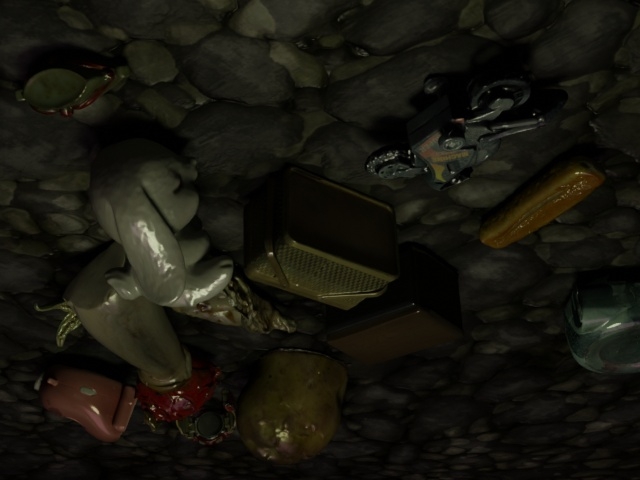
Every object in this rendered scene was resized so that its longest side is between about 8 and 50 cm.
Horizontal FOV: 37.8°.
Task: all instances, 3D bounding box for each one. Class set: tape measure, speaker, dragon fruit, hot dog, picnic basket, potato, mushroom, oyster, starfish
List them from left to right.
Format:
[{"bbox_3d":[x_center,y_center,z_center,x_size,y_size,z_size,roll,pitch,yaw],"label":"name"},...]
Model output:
[{"bbox_3d":[-0.478,0.136,1.912,0.223,0.050,0.217,7,133,-41],"label":"starfish"},{"bbox_3d":[-0.381,0.172,1.885,0.154,0.137,0.407,-40,140,-18],"label":"mushroom"},{"bbox_3d":[-0.339,0.335,2.176,0.209,0.172,0.172,-33,162,-28],"label":"dragon fruit"},{"bbox_3d":[-0.218,0.101,1.876,0.204,0.111,0.396,3,155,30],"label":"oyster"},{"bbox_3d":[-0.063,0.428,2.274,0.288,0.237,0.301,3,150,-6],"label":"potato"},{"bbox_3d":[0.000,0.000,1.622,0.266,0.165,0.139,20,142,-32],"label":"picnic basket"},{"bbox_3d":[0.145,0.132,1.861,0.230,0.153,0.192,-22,143,32],"label":"speaker"},{"bbox_3d":[0.376,-0.066,1.620,0.087,0.061,0.286,21,145,-26],"label":"hot dog"},{"bbox_3d":[0.637,0.164,1.938,0.256,0.147,0.275,-7,145,6],"label":"tape measure"}]

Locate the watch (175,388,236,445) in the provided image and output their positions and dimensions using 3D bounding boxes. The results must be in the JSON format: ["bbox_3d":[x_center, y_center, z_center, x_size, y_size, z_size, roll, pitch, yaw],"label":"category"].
[{"bbox_3d":[-0.301,0.438,2.448,0.164,0.102,0.268,-3,141,-10],"label":"watch"}]

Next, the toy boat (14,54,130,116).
[{"bbox_3d":[-0.365,-0.222,1.334,0.184,0.071,0.089,-9,106,14],"label":"toy boat"}]

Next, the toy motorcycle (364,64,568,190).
[{"bbox_3d":[0.213,-0.163,1.420,0.173,0.108,0.307,15,146,-41],"label":"toy motorcycle"}]

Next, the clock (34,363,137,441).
[{"bbox_3d":[-0.571,0.387,2.248,0.241,0.142,0.227,23,161,-10],"label":"clock"}]

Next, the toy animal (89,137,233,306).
[{"bbox_3d":[-0.276,-0.038,1.505,0.205,0.272,0.265,-23,137,-11],"label":"toy animal"}]
